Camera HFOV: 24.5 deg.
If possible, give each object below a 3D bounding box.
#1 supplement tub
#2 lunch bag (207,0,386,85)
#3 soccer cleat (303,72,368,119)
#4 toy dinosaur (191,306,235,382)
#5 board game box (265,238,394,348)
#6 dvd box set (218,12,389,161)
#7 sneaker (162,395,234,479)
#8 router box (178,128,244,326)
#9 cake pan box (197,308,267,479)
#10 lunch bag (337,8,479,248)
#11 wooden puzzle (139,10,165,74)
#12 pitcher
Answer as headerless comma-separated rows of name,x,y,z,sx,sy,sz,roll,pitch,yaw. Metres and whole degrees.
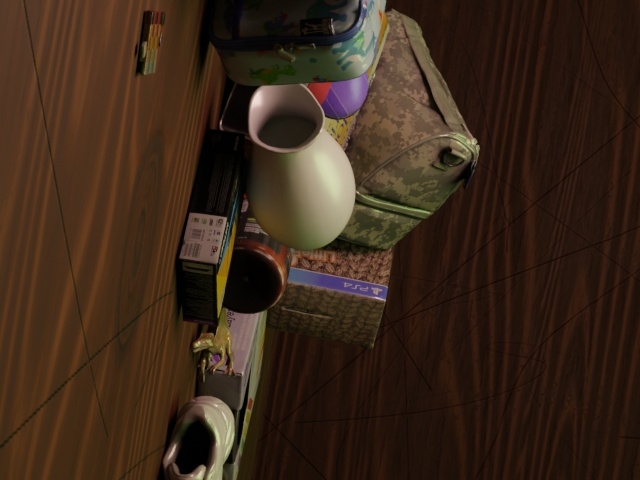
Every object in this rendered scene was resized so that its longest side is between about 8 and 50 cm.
supplement tub,-0.084,0.003,1.909,0.198,0.106,0.106,-77,175,-59
lunch bag,-0.022,-0.263,1.521,0.090,0.176,0.219,65,31,-53
soccer cleat,0.006,-0.285,1.675,0.116,0.109,0.318,14,-58,53
toy dinosaur,-0.130,0.126,1.903,0.183,0.053,0.092,-75,172,-72
board game box,0.000,0.000,2.378,0.141,0.232,0.291,102,-1,-52
dvd box set,-0.009,-0.222,1.946,0.420,0.062,0.307,51,60,-75
sneaker,-0.155,0.299,1.729,0.115,0.090,0.232,37,52,-80
router box,-0.119,-0.014,1.644,0.133,0.046,0.179,95,3,-57
cake pan box,-0.127,0.190,2.101,0.267,0.070,0.245,-78,174,-53
lunch bag,0.091,-0.171,2.239,0.256,0.213,0.305,-44,-131,32
wooden puzzle,-0.134,-0.156,1.158,0.083,0.006,0.049,-69,168,-81
pitcher,-0.032,-0.102,1.683,0.207,0.126,0.177,77,1,-53
